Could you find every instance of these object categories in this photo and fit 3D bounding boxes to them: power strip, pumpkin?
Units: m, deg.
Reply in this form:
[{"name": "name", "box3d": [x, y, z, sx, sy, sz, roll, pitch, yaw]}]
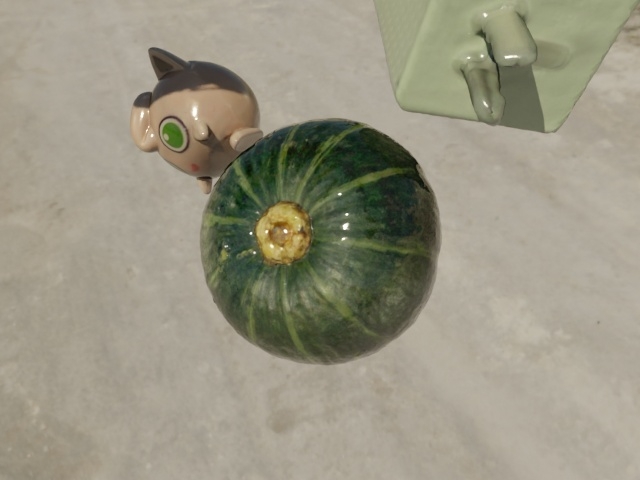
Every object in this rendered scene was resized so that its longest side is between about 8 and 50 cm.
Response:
[{"name": "power strip", "box3d": [0.130, -0.168, 0.510, 0.140, 0.139, 0.224, 8, 46, -13]}, {"name": "pumpkin", "box3d": [-0.001, -0.001, 0.470, 0.167, 0.167, 0.125, 13, 13, 24]}]

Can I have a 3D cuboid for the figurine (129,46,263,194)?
[{"name": "figurine", "box3d": [-0.123, -0.120, 0.713, 0.138, 0.125, 0.125, 37, 46, 10]}]
